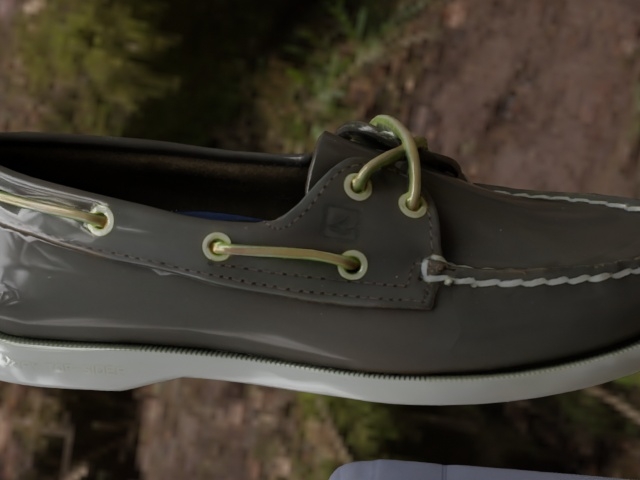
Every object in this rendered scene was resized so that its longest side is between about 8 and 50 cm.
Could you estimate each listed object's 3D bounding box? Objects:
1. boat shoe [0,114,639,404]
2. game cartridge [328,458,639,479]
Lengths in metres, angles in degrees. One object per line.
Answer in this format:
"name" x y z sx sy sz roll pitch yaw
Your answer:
"boat shoe" -0.001 0.002 0.763 0.109 0.305 0.091 -69 -23 -66
"game cartridge" 0.143 0.204 0.972 0.196 0.294 0.060 -84 -2 -45
